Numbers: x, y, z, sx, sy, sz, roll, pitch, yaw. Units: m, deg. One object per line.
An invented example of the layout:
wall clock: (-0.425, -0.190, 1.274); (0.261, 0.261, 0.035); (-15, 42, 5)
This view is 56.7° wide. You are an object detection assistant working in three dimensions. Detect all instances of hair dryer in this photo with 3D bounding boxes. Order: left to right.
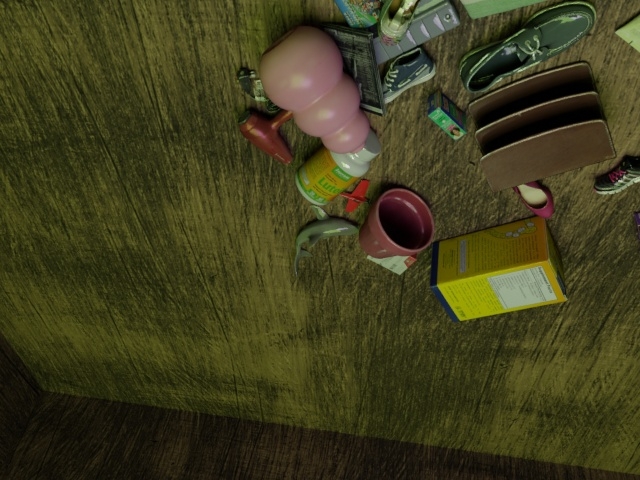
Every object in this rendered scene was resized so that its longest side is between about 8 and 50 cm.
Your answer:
hair dryer: (-0.117, -0.327, 1.630); (0.224, 0.080, 0.293); (6, 137, 6)

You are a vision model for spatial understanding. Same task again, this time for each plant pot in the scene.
plant pot: (0.212, -0.032, 1.790); (0.201, 0.201, 0.180); (27, 151, -14)

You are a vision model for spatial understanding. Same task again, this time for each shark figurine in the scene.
shark figurine: (-0.028, 0.001, 1.928); (0.166, 0.116, 0.278); (39, 129, -23)

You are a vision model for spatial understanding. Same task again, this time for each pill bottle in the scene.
pill bottle: (0.051, -0.215, 1.662); (0.136, 0.136, 0.246); (34, 133, -21)

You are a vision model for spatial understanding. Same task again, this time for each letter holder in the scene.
letter holder: (0.537, -0.281, 1.469); (0.302, 0.152, 0.214); (-16, 128, 28)

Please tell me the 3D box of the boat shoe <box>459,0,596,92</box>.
boat shoe: (0.471, -0.432, 1.362); (0.319, 0.099, 0.116); (-20, 127, 30)

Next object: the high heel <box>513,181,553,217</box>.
high heel: (0.589, -0.120, 1.645); (0.082, 0.117, 0.244); (-17, 129, 28)

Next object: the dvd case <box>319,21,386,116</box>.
dvd case: (0.082, -0.421, 1.465); (0.164, 0.018, 0.221); (29, 149, 38)

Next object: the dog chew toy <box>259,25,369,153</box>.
dog chew toy: (0.002, -0.352, 1.455); (0.206, 0.206, 0.332); (-25, 117, 33)

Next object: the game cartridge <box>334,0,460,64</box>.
game cartridge: (0.133, -0.583, 1.321); (0.230, 0.068, 0.355); (-22, 127, 27)

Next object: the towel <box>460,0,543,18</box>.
towel: (0.345, -0.586, 1.180); (0.248, 0.038, 0.325); (1, 156, 42)

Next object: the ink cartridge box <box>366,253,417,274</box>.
ink cartridge box: (0.233, 0.041, 1.943); (0.135, 0.056, 0.099); (27, 135, -15)

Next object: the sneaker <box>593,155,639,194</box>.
sneaker: (0.804, -0.182, 1.570); (0.170, 0.063, 0.075); (-23, 127, 26)

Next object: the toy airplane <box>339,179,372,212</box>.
toy airplane: (0.089, -0.138, 1.813); (0.151, 0.028, 0.151); (7, 138, 7)

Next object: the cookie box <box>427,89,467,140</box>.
cookie box: (0.324, -0.321, 1.519); (0.107, 0.092, 0.040); (35, 130, -22)

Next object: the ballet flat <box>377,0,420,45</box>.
ballet flat: (0.180, -0.509, 1.287); (0.077, 0.079, 0.221); (20, 136, -9)

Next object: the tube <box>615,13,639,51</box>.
tube: (0.757, -0.502, 1.257); (0.070, 0.062, 0.240); (60, 140, 14)

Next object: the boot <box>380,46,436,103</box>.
boot: (0.184, -0.408, 1.466); (0.190, 0.069, 0.086); (-26, 149, 24)

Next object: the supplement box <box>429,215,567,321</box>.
supplement box: (0.541, 0.092, 1.822); (0.356, 0.195, 0.194); (-16, 130, 28)

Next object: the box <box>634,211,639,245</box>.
box: (1.063, -0.023, 1.674); (0.293, 0.057, 0.201); (-13, 132, 25)
